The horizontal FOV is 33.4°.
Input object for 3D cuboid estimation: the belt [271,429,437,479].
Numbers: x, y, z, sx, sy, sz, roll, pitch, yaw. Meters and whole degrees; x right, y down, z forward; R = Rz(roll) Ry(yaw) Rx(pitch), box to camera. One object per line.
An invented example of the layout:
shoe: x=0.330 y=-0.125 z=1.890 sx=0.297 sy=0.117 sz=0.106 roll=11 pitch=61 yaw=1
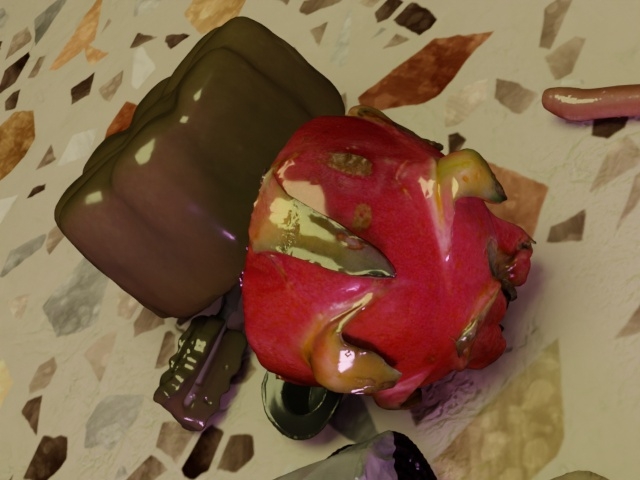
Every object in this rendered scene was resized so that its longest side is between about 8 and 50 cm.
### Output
belt: x=0.029 y=0.314 z=0.947 sx=0.164 sy=0.184 sz=0.289 roll=-29 pitch=39 yaw=25

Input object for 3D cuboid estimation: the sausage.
sausage: x=0.330 y=-0.153 z=1.162 sx=0.186 sy=0.043 sz=0.043 roll=1 pitch=60 yaw=39

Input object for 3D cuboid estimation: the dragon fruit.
dragon fruit: x=0.081 y=0.025 z=1.057 sx=0.226 sy=0.305 sz=0.305 roll=15 pitch=67 yaw=21

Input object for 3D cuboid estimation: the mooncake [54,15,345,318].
mooncake: x=-0.155 y=-0.097 z=1.316 sx=0.378 sy=0.201 sz=0.378 roll=-42 pitch=22 yaw=22

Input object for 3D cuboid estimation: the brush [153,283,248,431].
brush: x=-0.114 y=0.087 z=1.315 sx=0.071 sy=0.084 sz=0.301 roll=-3 pitch=51 yaw=39

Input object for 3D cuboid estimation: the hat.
hat: x=-0.008 y=0.167 z=1.182 sx=0.121 sy=0.050 sz=0.121 roll=-18 pitch=54 yaw=26

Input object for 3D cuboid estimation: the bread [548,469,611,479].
bread: x=0.231 y=0.265 z=0.847 sx=0.148 sy=0.141 sz=0.134 roll=5 pitch=64 yaw=40
